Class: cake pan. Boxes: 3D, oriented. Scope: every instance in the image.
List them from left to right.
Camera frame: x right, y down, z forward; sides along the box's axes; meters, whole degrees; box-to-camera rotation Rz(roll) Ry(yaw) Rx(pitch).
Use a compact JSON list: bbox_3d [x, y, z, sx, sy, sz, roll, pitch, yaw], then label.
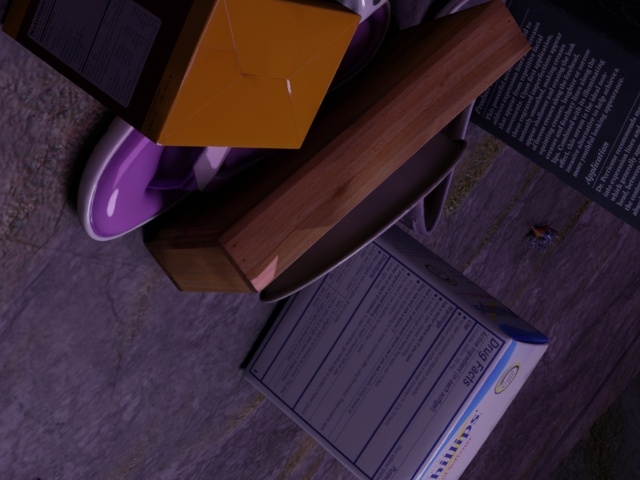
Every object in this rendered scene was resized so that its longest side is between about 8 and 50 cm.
[{"bbox_3d":[0.033,-0.041,1.433,0.293,0.054,0.293,-37,-172,6],"label":"cake pan"}]

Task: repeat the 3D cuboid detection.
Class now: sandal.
[{"bbox_3d":[-0.065,-0.134,1.269,0.416,0.102,0.169,-40,150,-23],"label":"sandal"}]

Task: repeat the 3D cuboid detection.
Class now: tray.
[{"bbox_3d":[0.017,-0.101,1.347,0.411,0.203,0.076,-43,107,-22],"label":"tray"}]

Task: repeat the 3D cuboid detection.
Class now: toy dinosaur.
[{"bbox_3d":[0.393,-0.011,2.223,0.082,0.047,0.090,-53,149,-44],"label":"toy dinosaur"}]

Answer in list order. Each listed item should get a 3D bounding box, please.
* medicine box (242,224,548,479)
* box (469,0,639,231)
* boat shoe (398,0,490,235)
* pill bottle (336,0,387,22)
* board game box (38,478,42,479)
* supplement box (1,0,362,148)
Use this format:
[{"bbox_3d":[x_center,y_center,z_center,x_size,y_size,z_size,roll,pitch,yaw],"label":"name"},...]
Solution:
[{"bbox_3d":[0.094,0.151,1.643,0.263,0.289,0.149,-58,154,13],"label":"medicine box"},{"bbox_3d":[0.451,-0.179,1.717,0.294,0.395,0.212,-18,137,-48],"label":"box"},{"bbox_3d":[0.155,-0.160,1.590,0.118,0.103,0.320,-13,133,-53],"label":"boat shoe"},{"bbox_3d":[0.069,-0.315,1.252,0.208,0.119,0.119,-42,151,-21],"label":"pill bottle"},{"bbox_3d":[-0.280,0.404,1.461,0.060,0.194,0.194,-33,146,-36],"label":"board game box"},{"bbox_3d":[-0.112,-0.178,1.039,0.191,0.194,0.129,-5,126,-56],"label":"supplement box"}]
